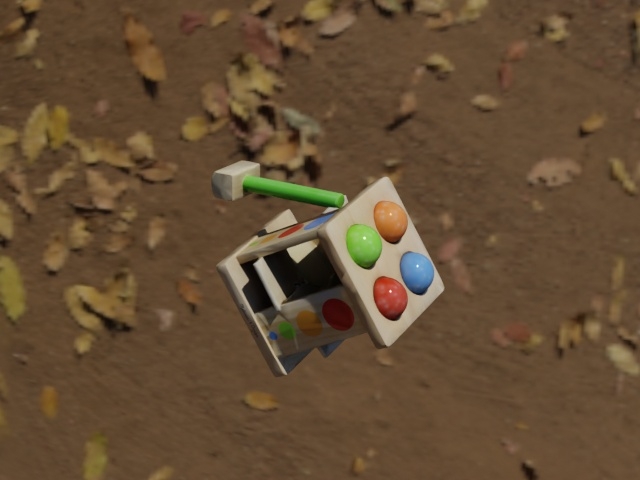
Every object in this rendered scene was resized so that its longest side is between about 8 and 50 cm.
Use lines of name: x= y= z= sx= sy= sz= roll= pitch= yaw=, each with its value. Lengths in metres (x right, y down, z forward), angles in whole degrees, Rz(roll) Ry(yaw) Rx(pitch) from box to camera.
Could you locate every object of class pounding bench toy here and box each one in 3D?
pounding bench toy: x=0.000 y=0.000 z=0.590 sx=0.052 sy=0.065 sz=0.083 roll=-41 pitch=107 yaw=-50
